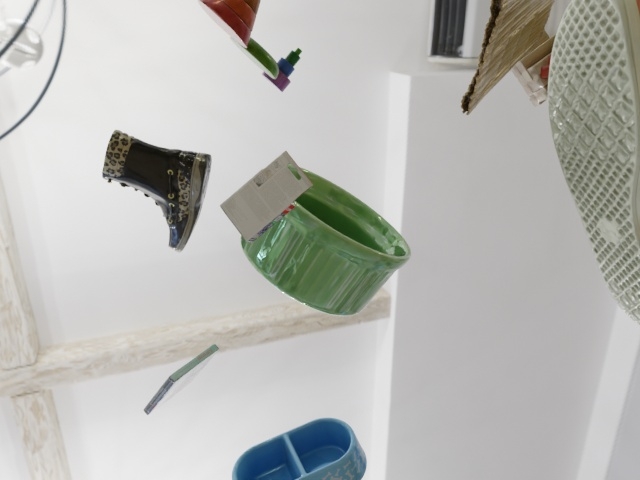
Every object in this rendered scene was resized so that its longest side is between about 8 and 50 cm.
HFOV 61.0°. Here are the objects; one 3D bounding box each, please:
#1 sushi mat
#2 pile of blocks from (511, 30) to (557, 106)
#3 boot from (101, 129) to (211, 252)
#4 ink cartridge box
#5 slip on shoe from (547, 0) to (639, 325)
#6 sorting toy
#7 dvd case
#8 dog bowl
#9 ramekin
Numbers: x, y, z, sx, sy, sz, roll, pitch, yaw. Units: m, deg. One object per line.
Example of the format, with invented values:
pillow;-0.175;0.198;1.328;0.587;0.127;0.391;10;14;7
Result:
sushi mat;0.271;-0.295;0.732;0.316;0.019;0.152;-44;-26;-40
pile of blocks;0.520;-0.344;0.950;0.361;0.112;0.149;-12;-87;-6
boot;-0.309;-0.090;1.015;0.178;0.085;0.236;18;-48;-9
ink cartridge box;-0.068;-0.057;0.713;0.115;0.029;0.063;-39;-99;7
slip on shoe;0.288;-0.069;0.479;0.101;0.123;0.332;-29;-67;-2
sorting toy;-0.114;-0.436;1.136;0.126;0.127;0.365;-49;-16;5
dvd case;-0.201;0.201;0.783;0.087;0.013;0.119;-33;-11;-49
dog bowl;-0.048;0.469;1.133;0.297;0.166;0.074;-18;-63;-16
ramekin;0.000;0.000;0.997;0.303;0.303;0.148;23;-70;-28
